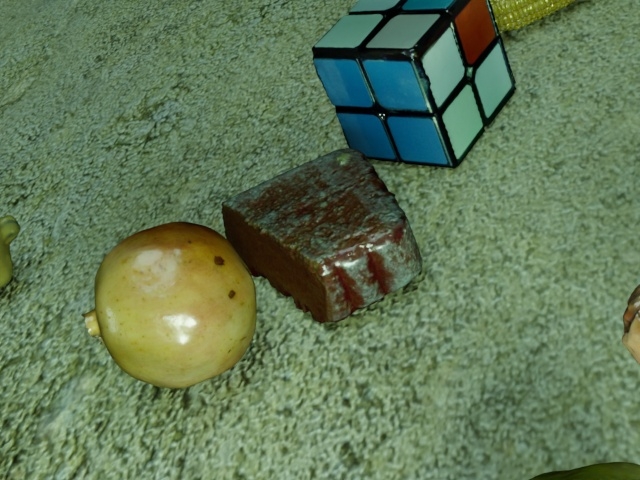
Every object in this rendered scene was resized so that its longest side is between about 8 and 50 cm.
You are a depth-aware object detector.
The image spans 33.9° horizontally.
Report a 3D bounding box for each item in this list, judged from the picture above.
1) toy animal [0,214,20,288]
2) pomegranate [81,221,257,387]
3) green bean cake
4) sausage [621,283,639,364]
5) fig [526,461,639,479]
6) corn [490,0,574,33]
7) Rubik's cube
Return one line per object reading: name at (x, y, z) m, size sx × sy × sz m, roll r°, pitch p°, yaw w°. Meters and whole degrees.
toy animal at (-0.547, 0.046, 1.455) m, size 0.281 × 0.195 × 0.169 m, roll -40°, pitch 76°, yaw -13°
pomegranate at (-0.160, 0.073, 1.154) m, size 0.191 × 0.191 × 0.191 m, roll -17°, pitch 35°, yaw 13°
green bean cake at (0.000, 0.000, 1.212) m, size 0.199 × 0.097 × 0.232 m, roll -28°, pitch 35°, yaw -5°
sausage at (0.428, 0.089, 0.736) m, size 0.419 × 0.094 × 0.094 m, roll 6°, pitch 18°, yaw 15°
fig at (0.183, 0.248, 0.745) m, size 0.167 × 0.167 × 0.233 m, roll -53°, pitch 6°, yaw -34°
corn at (0.304, -0.365, 1.501) m, size 0.292 × 0.101 × 0.101 m, roll -23°, pitch 34°, yaw -2°
Rubik's cube at (0.122, -0.217, 1.346) m, size 0.167 × 0.183 × 0.180 m, roll 10°, pitch 47°, yaw 39°
